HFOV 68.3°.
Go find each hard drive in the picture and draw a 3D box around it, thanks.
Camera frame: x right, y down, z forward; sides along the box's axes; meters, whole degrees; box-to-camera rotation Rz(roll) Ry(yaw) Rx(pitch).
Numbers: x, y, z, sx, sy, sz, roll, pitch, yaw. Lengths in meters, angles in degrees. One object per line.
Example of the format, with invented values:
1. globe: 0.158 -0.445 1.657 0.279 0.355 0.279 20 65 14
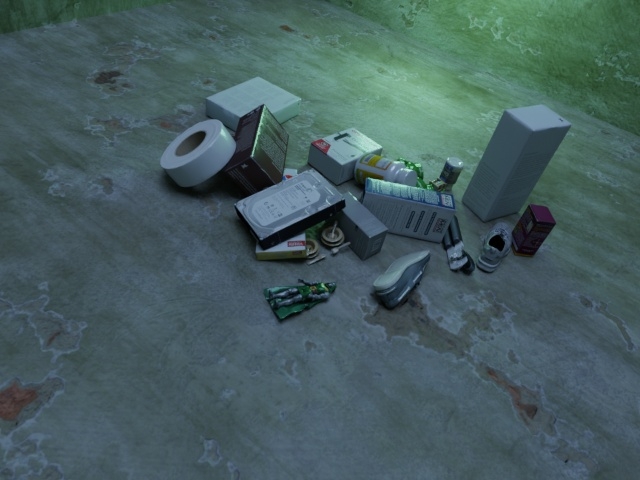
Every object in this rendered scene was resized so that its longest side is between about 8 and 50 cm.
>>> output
1. hard drive: -0.111 -0.123 1.696 0.339 0.064 0.237 -26 47 -16

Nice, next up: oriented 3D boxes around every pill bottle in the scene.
1. pill bottle: 0.272 -0.271 1.957 0.136 0.136 0.246 -29 39 -36
2. pill bottle: 0.578 -0.295 2.104 0.078 0.137 0.078 8 43 -7

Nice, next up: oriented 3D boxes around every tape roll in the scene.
1. tape roll: -0.469 -0.339 1.812 0.286 0.100 0.286 -20 41 19

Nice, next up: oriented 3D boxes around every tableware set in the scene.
1. tableware set: 0.000 0.000 1.702 0.194 0.039 0.128 -26 55 -23

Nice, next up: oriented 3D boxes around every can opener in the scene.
1. can opener: 0.524 0.013 1.833 0.093 0.074 0.280 34 36 -30

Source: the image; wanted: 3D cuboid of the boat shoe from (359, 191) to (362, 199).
1. boat shoe: 0.262 -0.161 1.958 0.206 0.075 0.065 11 0 5

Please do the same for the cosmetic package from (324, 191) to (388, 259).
1. cosmetic package: 0.129 -0.058 1.754 0.107 0.127 0.238 -26 54 -32

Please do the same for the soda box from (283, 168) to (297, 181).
1. soda box: -0.128 -0.197 1.876 0.074 0.069 0.216 4 45 -10

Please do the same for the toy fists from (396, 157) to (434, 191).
1. toy fists: 0.391 -0.260 2.053 0.143 0.096 0.279 -1 46 -14

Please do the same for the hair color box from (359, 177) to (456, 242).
1. hair color box: 0.324 -0.116 1.827 0.348 0.173 0.105 12 42 -2

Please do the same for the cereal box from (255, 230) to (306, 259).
1. cereal box: -0.139 -0.033 1.694 0.173 0.047 0.240 -4 44 0

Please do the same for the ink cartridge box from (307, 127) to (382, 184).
1. ink cartridge box: 0.111 -0.379 2.092 0.273 0.114 0.197 -28 56 -36

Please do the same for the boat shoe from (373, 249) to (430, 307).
1. boat shoe: 0.297 0.126 1.650 0.319 0.116 0.099 -32 102 -45

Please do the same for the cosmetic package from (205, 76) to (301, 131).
1. cosmetic package: -0.318 -0.647 2.279 0.285 0.097 0.377 31 46 20

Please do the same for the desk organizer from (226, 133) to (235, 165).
1. desk organizer: -0.375 -0.374 1.954 0.047 0.130 0.050 6 46 -9

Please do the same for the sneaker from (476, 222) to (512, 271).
1. sneaker: 0.699 0.006 1.835 0.105 0.115 0.281 26 44 13

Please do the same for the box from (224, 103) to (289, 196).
1. box: -0.244 -0.354 1.892 0.143 0.191 0.381 -24 39 23

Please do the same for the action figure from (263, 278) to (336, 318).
1. action figure: -0.050 0.170 1.523 0.232 0.063 0.137 -10 45 -28

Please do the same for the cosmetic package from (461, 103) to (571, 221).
1. cosmetic package: 0.789 -0.311 1.942 0.230 0.453 0.161 -14 50 -27

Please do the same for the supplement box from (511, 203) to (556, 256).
1. supplement box: 0.831 -0.037 1.861 0.081 0.188 0.104 8 43 -7

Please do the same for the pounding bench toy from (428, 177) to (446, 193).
1. pounding bench toy: 0.525 -0.229 2.084 0.065 0.052 0.083 -22 54 -32
